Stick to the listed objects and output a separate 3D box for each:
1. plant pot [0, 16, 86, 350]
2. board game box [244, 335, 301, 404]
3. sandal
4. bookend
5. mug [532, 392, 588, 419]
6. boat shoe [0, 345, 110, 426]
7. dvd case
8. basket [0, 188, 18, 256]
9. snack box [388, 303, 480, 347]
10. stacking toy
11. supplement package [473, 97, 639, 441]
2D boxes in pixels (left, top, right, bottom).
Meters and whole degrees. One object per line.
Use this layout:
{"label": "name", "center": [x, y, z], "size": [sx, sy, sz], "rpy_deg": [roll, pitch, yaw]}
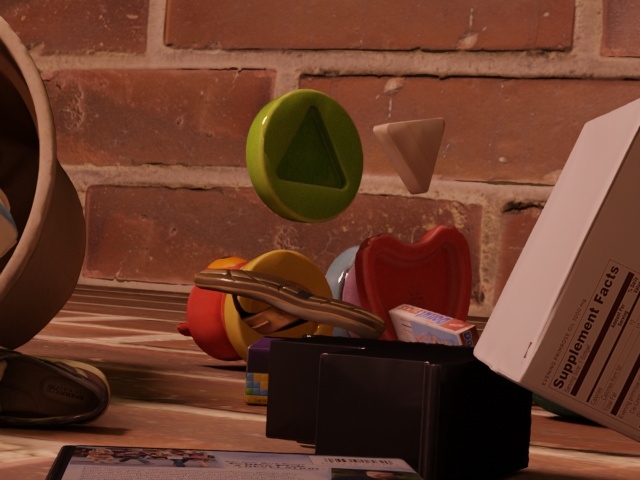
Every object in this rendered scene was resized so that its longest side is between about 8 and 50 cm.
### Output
{"label": "plant pot", "center": [-0.343, -0.024, 1.412], "size": [0.334, 0.333, 0.305], "rpy_deg": [4, -12, 9]}
{"label": "board game box", "center": [0.015, 0.109, 1.375], "size": [0.141, 0.048, 0.170], "rpy_deg": [5, 0, 2]}
{"label": "sandal", "center": [-0.032, 0.063, 1.449], "size": [0.180, 0.049, 0.072], "rpy_deg": [18, 8, 14]}
{"label": "bookend", "center": [0.026, 0.097, 0.965], "size": [0.156, 0.072, 0.157], "rpy_deg": [3, 0, 25]}
{"label": "mug", "center": [0.217, 0.092, 1.346], "size": [0.097, 0.157, 0.129], "rpy_deg": [0, 22, 44]}
{"label": "boat shoe", "center": [-0.210, 0.091, 1.069], "size": [0.152, 0.056, 0.049], "rpy_deg": [4, -5, -10]}
{"label": "dvd case", "center": [-0.034, 0.120, 0.739], "size": [0.180, 0.022, 0.253], "rpy_deg": [3, 0, -5]}
{"label": "basket", "center": [-0.356, -0.041, 1.156], "size": [0.289, 0.255, 0.201], "rpy_deg": [32, -15, 51]}
{"label": "snack box", "center": [0.112, 0.102, 1.574], "size": [0.022, 0.064, 0.178], "rpy_deg": [-21, 10, -15]}
{"label": "stacking toy", "center": [0.000, 0.000, 1.687], "size": [0.309, 0.279, 0.130], "rpy_deg": [4, -7, -40]}
{"label": "supplement package", "center": [0.206, 0.041, 0.821], "size": [0.203, 0.149, 0.194], "rpy_deg": [26, -1, -1]}
